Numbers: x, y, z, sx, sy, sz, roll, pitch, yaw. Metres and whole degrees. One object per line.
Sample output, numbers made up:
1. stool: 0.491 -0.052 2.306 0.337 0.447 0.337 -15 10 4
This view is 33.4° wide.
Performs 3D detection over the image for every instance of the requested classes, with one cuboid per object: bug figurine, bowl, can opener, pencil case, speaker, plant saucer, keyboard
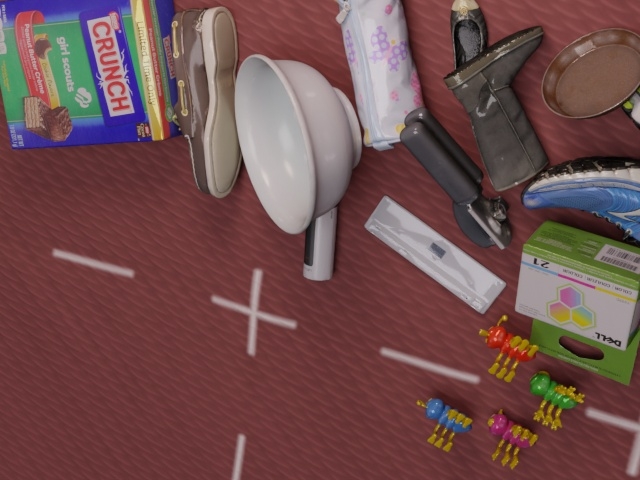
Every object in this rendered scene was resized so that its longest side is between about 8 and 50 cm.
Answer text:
1. bug figurine: 0.308 0.265 1.805 0.216 0.072 0.279 32 121 -5
2. bowl: -0.023 -0.168 1.744 0.134 0.298 0.297 -16 104 -21
3. can opener: 0.209 -0.085 1.701 0.095 0.076 0.283 -25 122 37
4. pencil case: 0.096 -0.286 1.704 0.114 0.124 0.273 -9 103 22
5. speaker: 0.000 0.000 1.863 0.055 0.055 0.136 10 110 17
6. plant saucer: 0.415 -0.245 1.600 0.168 0.168 0.029 -22 137 24
7. keyboard: 0.195 0.024 1.824 0.256 0.014 0.072 37 110 6

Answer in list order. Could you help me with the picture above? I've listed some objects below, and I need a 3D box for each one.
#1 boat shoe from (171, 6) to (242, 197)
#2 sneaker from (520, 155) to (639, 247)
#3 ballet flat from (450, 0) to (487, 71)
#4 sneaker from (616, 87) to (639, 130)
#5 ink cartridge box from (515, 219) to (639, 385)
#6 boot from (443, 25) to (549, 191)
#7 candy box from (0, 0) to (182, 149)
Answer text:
1. boat shoe: -0.201 -0.236 1.836 0.097 0.116 0.324 4 103 24
2. sneaker: 0.472 -0.049 1.634 0.330 0.130 0.147 3 105 19
3. ballet flat: 0.235 -0.302 1.688 0.058 0.049 0.173 -1 105 20
4. sneaker: 0.530 -0.171 1.512 0.121 0.300 0.111 -44 128 14
5. ink cartridge box: 0.409 0.120 1.677 0.189 0.097 0.255 20 126 27
6. boot: 0.309 -0.207 1.673 0.190 0.076 0.208 -32 102 4
7. candy box: -0.408 -0.304 1.884 0.317 0.122 0.268 -2 105 19
